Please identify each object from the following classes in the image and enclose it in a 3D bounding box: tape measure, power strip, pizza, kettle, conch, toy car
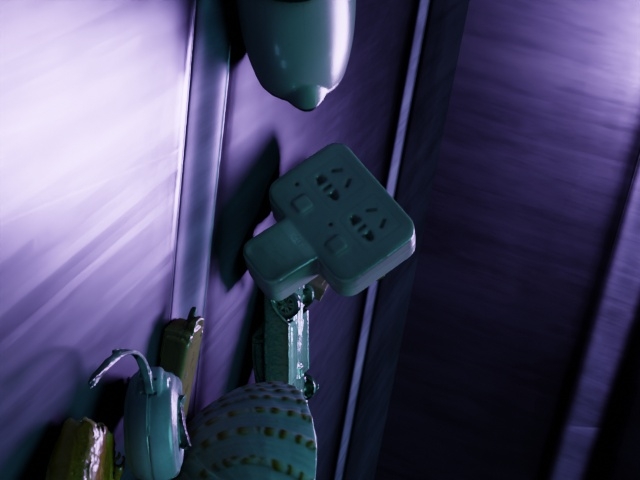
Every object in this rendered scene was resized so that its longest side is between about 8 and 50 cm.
[{"bbox_3d":[-0.214,0.219,1.415,0.330,0.084,0.164,93,-12,-80],"label":"tape measure"},{"bbox_3d":[-0.218,0.235,1.662,0.064,0.044,0.305,-40,145,-67],"label":"power strip"},{"bbox_3d":[-0.290,0.327,1.406,0.297,0.071,0.189,87,5,-65],"label":"pizza"},{"bbox_3d":[-0.035,-0.327,1.559,0.236,0.161,0.221,85,-6,-58],"label":"kettle"},{"bbox_3d":[-0.136,0.366,1.790,0.303,0.215,0.319,-69,-151,21],"label":"conch"},{"bbox_3d":[-0.069,0.205,2.087,0.141,0.097,0.321,-26,117,-72],"label":"toy car"},{"bbox_3d":[0.000,0.000,1.922,0.261,0.229,0.141,-35,157,-11],"label":"power strip"}]

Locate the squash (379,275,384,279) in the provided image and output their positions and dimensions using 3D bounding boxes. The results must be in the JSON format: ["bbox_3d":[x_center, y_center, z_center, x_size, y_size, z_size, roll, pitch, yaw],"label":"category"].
[{"bbox_3d":[0.048,0.012,2.134,0.203,0.111,0.289,-57,136,-49],"label":"squash"}]

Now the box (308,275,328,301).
[{"bbox_3d":[-0.018,0.069,2.199,0.083,0.079,0.035,-58,174,-48],"label":"box"}]
